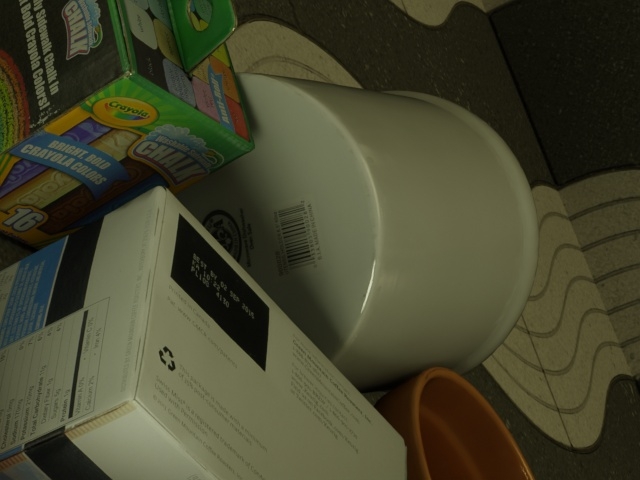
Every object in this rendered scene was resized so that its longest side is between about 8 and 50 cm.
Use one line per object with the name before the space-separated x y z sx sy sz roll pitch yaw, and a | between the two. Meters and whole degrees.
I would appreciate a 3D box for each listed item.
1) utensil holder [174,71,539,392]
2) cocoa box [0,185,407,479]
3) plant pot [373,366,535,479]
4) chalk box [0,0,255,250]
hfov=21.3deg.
utensil holder | 0.000 0.000 1.691 0.385 0.328 0.327 1 64 -63
cocoa box | -0.117 0.180 1.320 0.347 0.228 0.231 48 28 -33
plant pot | 0.087 0.296 1.683 0.291 0.203 0.291 48 27 -33
chalk box | -0.184 -0.141 1.468 0.179 0.289 0.180 31 37 -53
